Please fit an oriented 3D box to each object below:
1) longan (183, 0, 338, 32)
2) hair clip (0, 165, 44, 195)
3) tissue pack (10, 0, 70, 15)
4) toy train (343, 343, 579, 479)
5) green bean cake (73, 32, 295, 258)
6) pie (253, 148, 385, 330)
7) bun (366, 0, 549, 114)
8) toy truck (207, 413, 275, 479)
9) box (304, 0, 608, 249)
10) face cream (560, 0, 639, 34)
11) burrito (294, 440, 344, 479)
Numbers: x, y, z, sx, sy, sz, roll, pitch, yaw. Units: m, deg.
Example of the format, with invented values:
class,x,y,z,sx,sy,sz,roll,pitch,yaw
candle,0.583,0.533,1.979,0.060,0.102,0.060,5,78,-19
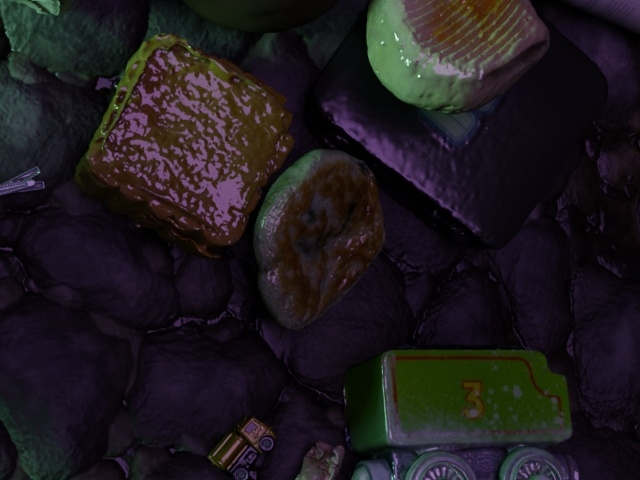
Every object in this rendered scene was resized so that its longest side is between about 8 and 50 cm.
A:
class,x,y,z,sx,sy,sz,roll,pitch,yaw
longan,-0.081,-0.409,1.566,0.297,0.297,0.297,2,83,-20
hair clip,-0.394,-0.062,1.542,0.115,0.039,0.030,-19,95,-23
tissue pack,-0.308,-0.466,1.449,0.207,0.297,0.380,25,91,-11
toy train,0.181,0.261,1.648,0.307,0.173,0.248,2,74,-19
green bean cake,-0.170,-0.113,1.580,0.224,0.131,0.229,30,71,-17
pie,0.000,0.000,1.614,0.240,0.054,0.240,-19,115,-46
bun,0.165,-0.252,1.618,0.244,0.153,0.243,7,58,-11
toy truck,-0.097,0.262,1.604,0.054,0.049,0.083,44,73,-9
box,0.191,-0.202,1.743,0.359,0.091,0.350,38,72,-12
face cream,0.388,-0.378,1.806,0.346,0.102,0.102,17,78,-27
burrito,-0.023,0.345,1.622,0.058,0.045,0.188,24,78,-3
